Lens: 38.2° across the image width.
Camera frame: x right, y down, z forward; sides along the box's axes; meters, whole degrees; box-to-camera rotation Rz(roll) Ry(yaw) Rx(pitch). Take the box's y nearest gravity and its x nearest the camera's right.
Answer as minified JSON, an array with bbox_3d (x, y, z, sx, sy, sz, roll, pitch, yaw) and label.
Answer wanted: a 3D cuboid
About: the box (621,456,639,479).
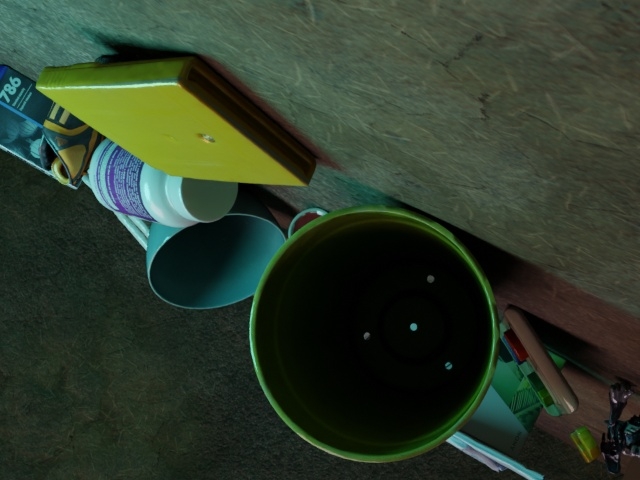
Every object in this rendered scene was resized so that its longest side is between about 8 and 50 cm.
[{"bbox_3d":[0.723,0.554,1.974,0.121,0.311,0.148,30,172,-9],"label":"box"}]

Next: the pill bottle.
[{"bbox_3d":[-0.290,-0.114,1.725,0.301,0.169,0.169,13,163,48],"label":"pill bottle"}]

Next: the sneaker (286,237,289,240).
[{"bbox_3d":[-0.047,0.068,2.199,0.384,0.147,0.145,3,175,22],"label":"sneaker"}]

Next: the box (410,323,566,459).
[{"bbox_3d":[0.310,0.272,1.903,0.322,0.232,0.058,28,174,1],"label":"box"}]

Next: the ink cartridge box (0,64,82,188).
[{"bbox_3d":[-0.653,-0.266,2.069,0.332,0.165,0.065,30,172,-17],"label":"ink cartridge box"}]

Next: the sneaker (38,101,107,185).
[{"bbox_3d":[-0.462,-0.183,1.866,0.124,0.180,0.321,25,171,28],"label":"sneaker"}]

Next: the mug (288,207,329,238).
[{"bbox_3d":[-0.003,0.009,1.768,0.150,0.113,0.169,22,167,30],"label":"mug"}]

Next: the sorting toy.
[{"bbox_3d":[0.414,0.272,1.698,0.307,0.041,0.229,60,178,15],"label":"sorting toy"}]

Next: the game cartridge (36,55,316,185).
[{"bbox_3d":[-0.208,-0.168,1.335,0.323,0.053,0.285,8,161,40],"label":"game cartridge"}]

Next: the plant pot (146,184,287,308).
[{"bbox_3d":[-0.233,-0.022,1.936,0.290,0.290,0.195,37,-156,-47],"label":"plant pot"}]

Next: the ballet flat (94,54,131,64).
[{"bbox_3d":[-0.324,-0.252,1.418,0.057,0.049,0.173,33,171,-22],"label":"ballet flat"}]

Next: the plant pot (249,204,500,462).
[{"bbox_3d":[0.119,0.145,1.484,0.366,0.366,0.353,26,-177,17],"label":"plant pot"}]

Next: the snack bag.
[{"bbox_3d":[0.334,0.436,1.886,0.342,0.037,0.323,24,171,29],"label":"snack bag"}]

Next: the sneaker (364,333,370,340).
[{"bbox_3d":[0.114,0.159,2.000,0.111,0.129,0.297,23,146,-29],"label":"sneaker"}]

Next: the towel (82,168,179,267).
[{"bbox_3d":[-0.375,-0.053,2.184,0.317,0.053,0.332,46,-164,10],"label":"towel"}]

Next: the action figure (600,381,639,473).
[{"bbox_3d":[0.616,0.356,1.755,0.164,0.141,0.275,17,-165,22],"label":"action figure"}]
